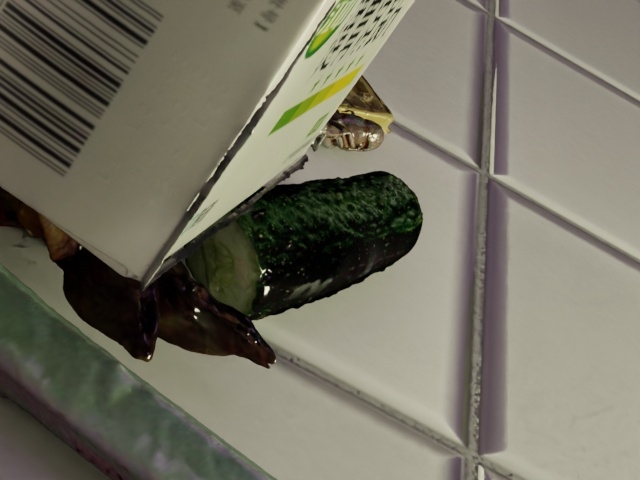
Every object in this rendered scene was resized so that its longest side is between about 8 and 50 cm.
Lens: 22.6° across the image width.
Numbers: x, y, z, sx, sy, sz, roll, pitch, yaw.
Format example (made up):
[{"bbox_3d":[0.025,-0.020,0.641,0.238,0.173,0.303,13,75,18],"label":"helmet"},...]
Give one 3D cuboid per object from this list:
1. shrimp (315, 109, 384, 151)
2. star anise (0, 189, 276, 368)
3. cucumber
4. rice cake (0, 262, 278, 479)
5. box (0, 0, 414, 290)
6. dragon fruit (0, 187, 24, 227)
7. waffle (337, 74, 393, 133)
[{"bbox_3d":[0.002,-0.083,1.149,0.092,0.029,0.038,7,36,-35],"label":"shrimp"},{"bbox_3d":[-0.096,0.015,0.803,0.157,0.053,0.212,48,3,19],"label":"star anise"},{"bbox_3d":[-0.001,-0.001,0.952,0.074,0.074,0.241,42,24,19],"label":"cucumber"},{"bbox_3d":[-0.093,0.083,0.738,0.290,0.051,0.081,37,-7,8],"label":"rice cake"},{"bbox_3d":[-0.049,-0.120,0.794,0.145,0.173,0.333,37,18,3],"label":"box"},{"bbox_3d":[-0.195,-0.043,0.855,0.131,0.063,0.097,6,65,-56],"label":"dragon fruit"},{"bbox_3d":[-0.007,-0.132,1.234,0.092,0.021,0.135,6,37,-41],"label":"waffle"}]
